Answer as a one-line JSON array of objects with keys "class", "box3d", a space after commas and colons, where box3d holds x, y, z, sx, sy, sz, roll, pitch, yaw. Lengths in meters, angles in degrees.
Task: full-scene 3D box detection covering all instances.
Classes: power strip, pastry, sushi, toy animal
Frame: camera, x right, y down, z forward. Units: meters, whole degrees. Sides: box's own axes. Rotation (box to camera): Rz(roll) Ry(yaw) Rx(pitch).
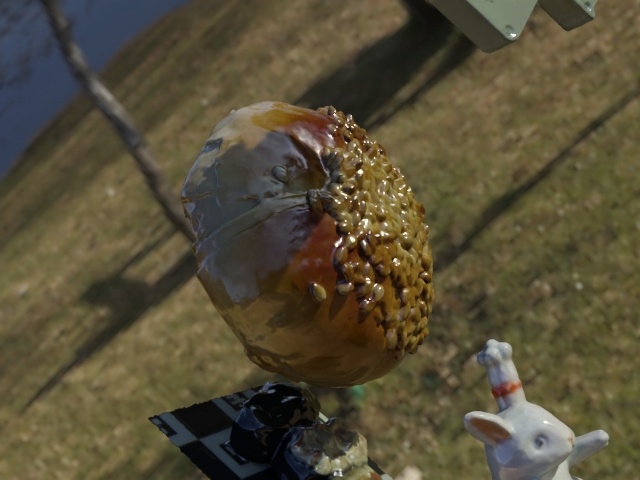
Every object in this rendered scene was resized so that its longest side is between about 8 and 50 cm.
[{"class": "power strip", "box3d": [0.195, -0.254, 1.395, 0.061, 0.145, 0.215, -18, 37, 55]}, {"class": "pastry", "box3d": [0.000, 0.000, 2.086, 0.245, 0.409, 0.409, -25, 29, 26]}, {"class": "sushi", "box3d": [0.003, 0.289, 2.107, 0.296, 0.373, 0.100, -11, -46, -52]}, {"class": "toy animal", "box3d": [0.263, 0.263, 1.875, 0.138, 0.282, 0.140, -3, 23, 27]}]
